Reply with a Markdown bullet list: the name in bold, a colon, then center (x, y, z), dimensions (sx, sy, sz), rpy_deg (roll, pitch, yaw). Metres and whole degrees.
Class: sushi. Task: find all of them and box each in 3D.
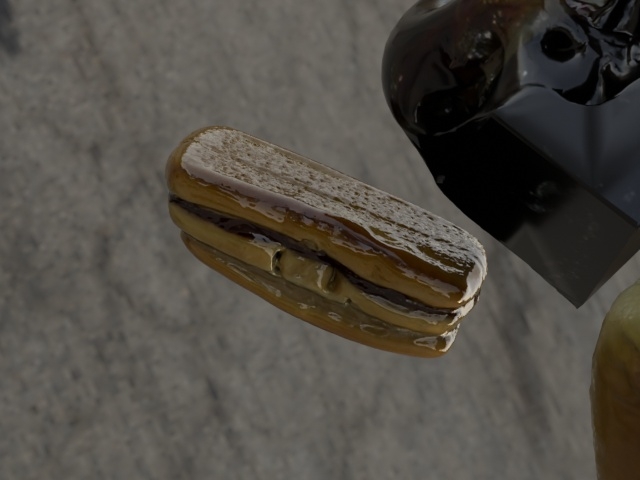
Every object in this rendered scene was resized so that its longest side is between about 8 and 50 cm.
- **sushi**: center (0.155, -0.112, 1.023), dimensions (0.212, 0.227, 0.215), rpy_deg (39, -16, 10)

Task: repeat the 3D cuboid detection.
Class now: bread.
- **bread**: center (0.000, 0.000, 1.036), dimensions (0.200, 0.077, 0.116), rpy_deg (24, 25, 1)

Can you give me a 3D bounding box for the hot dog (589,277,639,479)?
- **hot dog**: center (0.174, 0.042, 0.360), dimensions (0.073, 0.243, 0.084), rpy_deg (-60, 142, -58)
